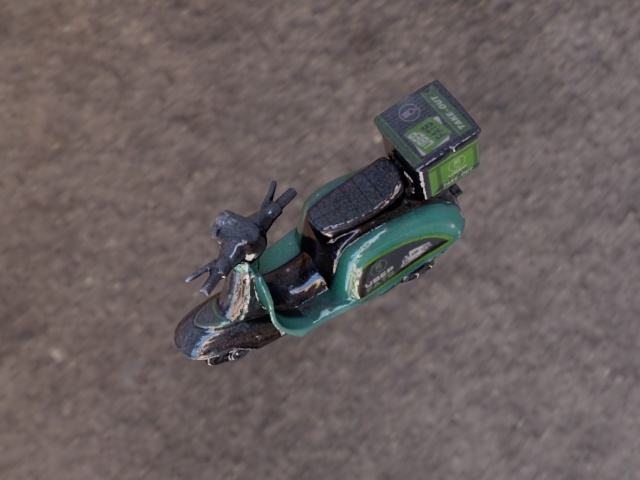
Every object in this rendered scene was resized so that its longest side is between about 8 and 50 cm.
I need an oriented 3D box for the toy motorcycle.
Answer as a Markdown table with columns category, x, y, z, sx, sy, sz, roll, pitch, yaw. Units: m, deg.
| category | x | y | z | sx | sy | sz | roll | pitch | yaw |
| --- | --- | --- | --- | --- | --- | --- | --- | --- | --- |
| toy motorcycle | 0.000 | 0.000 | 0.953 | 0.058 | 0.173 | 0.100 | 52 | 168 | 30 |
